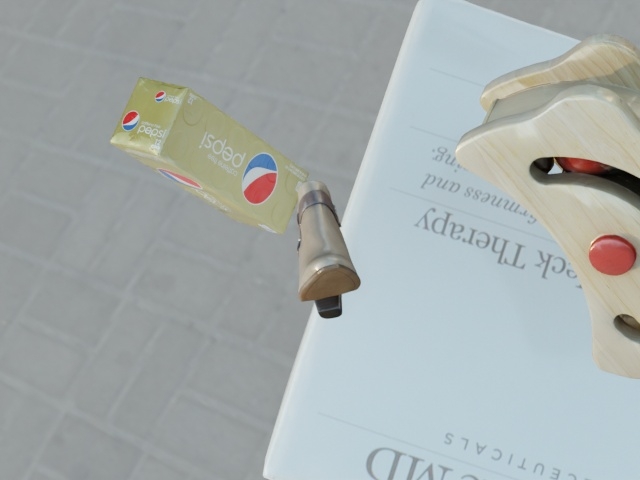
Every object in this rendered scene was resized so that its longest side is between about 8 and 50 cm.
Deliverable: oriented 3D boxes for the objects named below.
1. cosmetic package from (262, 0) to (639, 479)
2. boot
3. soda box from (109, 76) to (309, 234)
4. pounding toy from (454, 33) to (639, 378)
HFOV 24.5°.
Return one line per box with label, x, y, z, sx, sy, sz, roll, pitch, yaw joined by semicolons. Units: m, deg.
cosmetic package;0.170;0.047;1.258;0.330;0.327;0.393;18;89;1
boot;0.000;0.000;1.003;0.042;0.118;0.087;-7;70;-5
soda box;-0.088;-0.068;1.216;0.058;0.181;0.061;17;79;36
pounding toy;0.216;-0.022;0.945;0.154;0.269;0.155;-45;11;40
